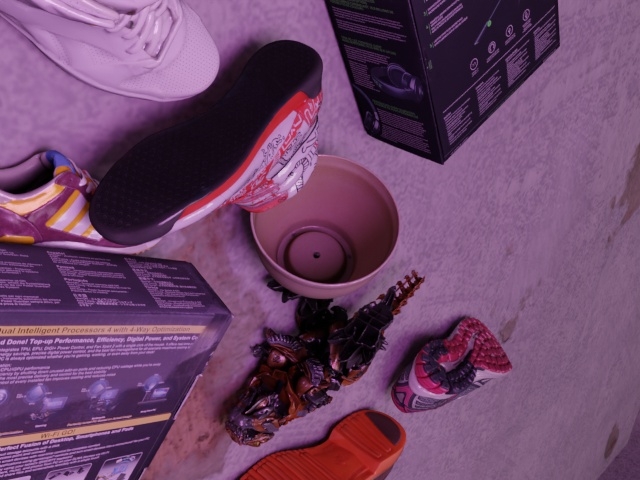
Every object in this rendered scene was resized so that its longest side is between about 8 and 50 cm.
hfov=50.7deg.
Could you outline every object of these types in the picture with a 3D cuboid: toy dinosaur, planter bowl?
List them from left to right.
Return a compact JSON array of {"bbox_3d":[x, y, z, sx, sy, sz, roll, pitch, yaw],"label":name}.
[{"bbox_3d":[0.000,0.000,0.763,0.162,0.162,0.109,-40,163,-25],"label":"planter bowl"},{"bbox_3d":[0.008,0.128,0.878,0.322,0.164,0.218,-56,161,-36],"label":"toy dinosaur"}]

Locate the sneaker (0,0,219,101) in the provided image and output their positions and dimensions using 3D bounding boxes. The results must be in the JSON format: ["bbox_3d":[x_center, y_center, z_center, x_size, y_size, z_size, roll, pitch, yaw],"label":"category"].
[{"bbox_3d":[-0.145,-0.163,0.475,0.292,0.169,0.108,23,93,-53],"label":"sneaker"}]

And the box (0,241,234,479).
[{"bbox_3d":[-0.297,0.151,0.511,0.395,0.097,0.318,8,120,-49],"label":"box"}]

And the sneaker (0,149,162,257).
[{"bbox_3d":[-0.202,-0.033,0.569,0.185,0.069,0.083,-11,125,-46],"label":"sneaker"}]

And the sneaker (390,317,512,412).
[{"bbox_3d":[0.232,0.218,1.190,0.299,0.121,0.112,-4,144,-48],"label":"sneaker"}]

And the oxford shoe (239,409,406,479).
[{"bbox_3d":[-0.008,0.382,0.998,0.364,0.130,0.132,-12,127,-44],"label":"oxford shoe"}]

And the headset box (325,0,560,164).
[{"bbox_3d":[0.139,-0.278,0.748,0.246,0.131,0.283,-45,139,-19],"label":"headset box"}]

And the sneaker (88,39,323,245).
[{"bbox_3d":[-0.086,-0.057,0.628,0.270,0.090,0.145,-50,158,-30],"label":"sneaker"}]
